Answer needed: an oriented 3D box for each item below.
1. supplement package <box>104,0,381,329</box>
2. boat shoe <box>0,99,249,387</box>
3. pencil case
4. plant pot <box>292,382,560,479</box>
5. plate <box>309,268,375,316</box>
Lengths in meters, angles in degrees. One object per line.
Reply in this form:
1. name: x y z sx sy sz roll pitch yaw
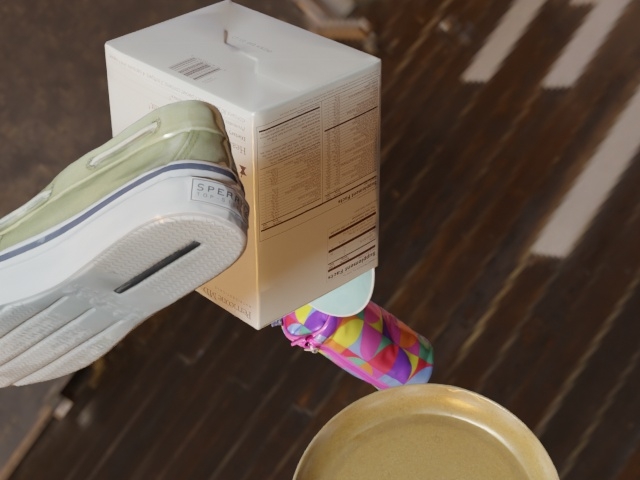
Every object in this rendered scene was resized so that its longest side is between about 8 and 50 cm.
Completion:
1. supplement package: -0.066 -0.071 1.189 0.149 0.203 0.194 -27 40 -36
2. boat shoe: -0.159 0.012 0.892 0.302 0.109 0.094 -26 50 31
3. pencil case: 0.047 0.127 1.762 0.104 0.236 0.104 -22 53 34
4. plant pot: 0.090 0.237 1.177 0.236 0.236 0.032 -60 -16 -23
5. plate: 0.000 0.000 1.593 0.024 0.188 0.188 -30 10 -37
